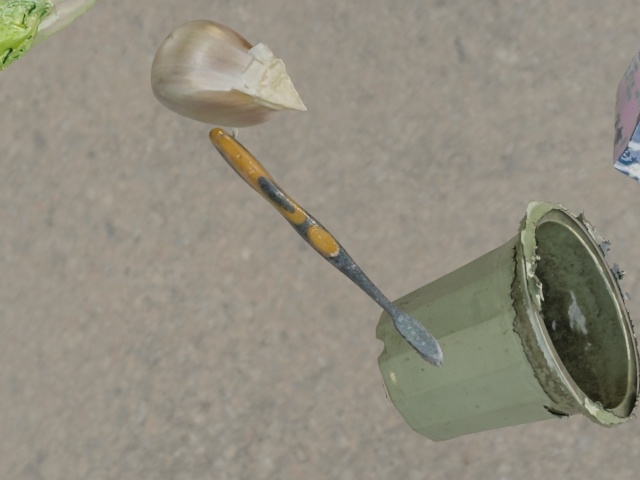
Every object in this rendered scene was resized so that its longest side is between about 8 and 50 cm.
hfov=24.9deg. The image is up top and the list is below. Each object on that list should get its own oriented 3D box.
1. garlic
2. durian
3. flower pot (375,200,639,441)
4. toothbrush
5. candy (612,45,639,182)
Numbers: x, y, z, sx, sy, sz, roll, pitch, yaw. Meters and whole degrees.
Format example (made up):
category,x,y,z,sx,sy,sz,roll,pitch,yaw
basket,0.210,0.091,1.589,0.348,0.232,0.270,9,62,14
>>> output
category,x,y,z,sx,sy,sz,roll,pitch,yaw
garlic,-0.132,-0.180,1.692,0.128,0.266,0.148,-27,96,-13
durian,-0.362,-0.214,1.440,0.375,0.132,0.106,-15,101,-26
flower pot,0.225,0.122,1.765,0.290,0.259,0.290,35,42,-40
toothbrush,-0.001,-0.001,1.265,0.023,0.031,0.321,-40,64,-9
candy,0.296,-0.099,1.210,0.092,0.073,0.160,26,30,-2
